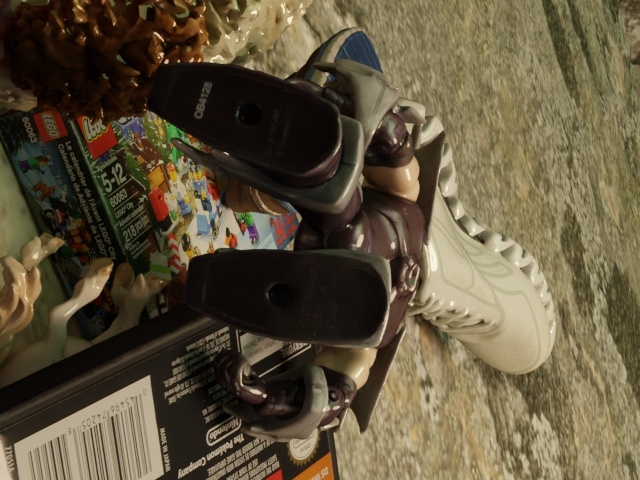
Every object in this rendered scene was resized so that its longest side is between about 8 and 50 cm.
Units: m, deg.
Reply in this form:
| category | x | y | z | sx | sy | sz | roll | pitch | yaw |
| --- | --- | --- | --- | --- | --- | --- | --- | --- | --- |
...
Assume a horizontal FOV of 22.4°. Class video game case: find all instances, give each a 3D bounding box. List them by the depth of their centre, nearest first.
| category | x | y | z | sx | sy | sz | roll | pitch | yaw |
| --- | --- | --- | --- | --- | --- | --- | --- | --- | --- |
| video game case | -0.066 | 0.163 | 0.775 | 0.275 | 0.035 | 0.248 | -25 | 110 | -59 |

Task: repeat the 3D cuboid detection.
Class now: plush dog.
| category | x | y | z | sx | sy | sz | roll | pitch | yaw |
| --- | --- | --- | --- | --- | --- | --- | --- | --- | --- |
| plush dog | -0.111 | -0.131 | 0.766 | 0.225 | 0.262 | 0.210 | -23 | 136 | -48 |

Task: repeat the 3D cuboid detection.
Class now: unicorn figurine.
| category | x | y | z | sx | sy | sz | roll | pitch | yaw |
| --- | --- | --- | --- | --- | --- | --- | --- | --- | --- |
| unicorn figurine | -0.115 | 0.063 | 0.795 | 0.162 | 0.060 | 0.111 | 23 | 87 | -40 |

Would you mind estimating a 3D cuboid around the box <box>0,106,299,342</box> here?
| category | x | y | z | sx | sy | sz | roll | pitch | yaw |
| --- | --- | --- | --- | --- | --- | --- | --- | --- | --- |
| box | -0.090 | -0.034 | 0.940 | 0.233 | 0.044 | 0.159 | -51 | 124 | -64 |

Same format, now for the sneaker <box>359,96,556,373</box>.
| category | x | y | z | sx | sy | sz | roll | pitch | yaw |
| --- | --- | --- | --- | --- | --- | --- | --- | --- | --- |
| sneaker | 0.091 | 0.024 | 1.280 | 0.292 | 0.110 | 0.118 | 50 | 40 | -32 |

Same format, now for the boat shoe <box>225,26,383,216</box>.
| category | x | y | z | sx | sy | sz | roll | pitch | yaw |
| --- | --- | --- | --- | --- | --- | --- | --- | --- | --- |
| boat shoe | -0.012 | -0.077 | 1.001 | 0.066 | 0.066 | 0.183 | 65 | 30 | -21 |

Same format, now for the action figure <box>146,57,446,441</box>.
| category | x | y | z | sx | sy | sz | roll | pitch | yaw |
| --- | --- | --- | --- | --- | --- | --- | --- | --- | --- |
| action figure | 0.000 | 0.000 | 0.741 | 0.285 | 0.099 | 0.185 | 43 | 51 | -78 |
